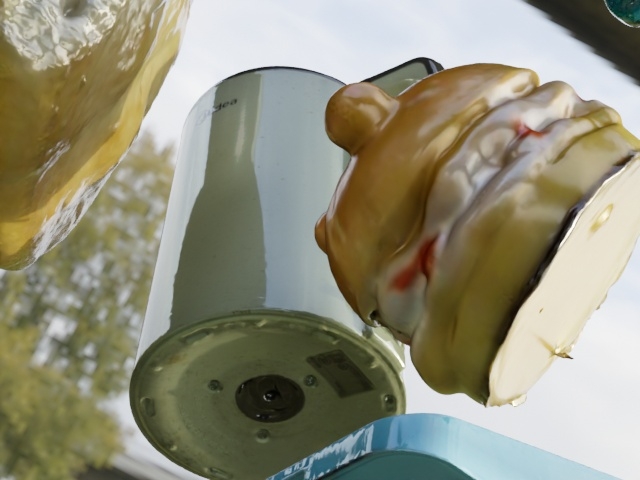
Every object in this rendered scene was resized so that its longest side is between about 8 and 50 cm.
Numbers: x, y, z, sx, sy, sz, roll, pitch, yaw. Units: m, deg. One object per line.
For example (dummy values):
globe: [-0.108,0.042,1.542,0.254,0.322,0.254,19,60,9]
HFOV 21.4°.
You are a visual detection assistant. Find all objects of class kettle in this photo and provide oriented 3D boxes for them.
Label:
kettle: [0.000,0.000,1.632,0.361,0.376,0.250,-28,-54,25]

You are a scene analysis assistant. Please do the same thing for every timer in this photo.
timer: [0.064,0.192,1.075,0.250,0.091,0.232,34,-47,-30]

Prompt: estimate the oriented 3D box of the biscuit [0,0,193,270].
biscuit: [-0.184,-0.169,1.458,0.104,0.429,0.446,24,-44,0]

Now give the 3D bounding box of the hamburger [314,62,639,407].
hamburger: [0.118,-0.020,1.352,0.237,0.276,0.276,32,-11,20]

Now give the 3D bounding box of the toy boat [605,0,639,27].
toy boat: [0.254,-0.321,1.383,0.134,0.298,0.092,-28,-39,24]
